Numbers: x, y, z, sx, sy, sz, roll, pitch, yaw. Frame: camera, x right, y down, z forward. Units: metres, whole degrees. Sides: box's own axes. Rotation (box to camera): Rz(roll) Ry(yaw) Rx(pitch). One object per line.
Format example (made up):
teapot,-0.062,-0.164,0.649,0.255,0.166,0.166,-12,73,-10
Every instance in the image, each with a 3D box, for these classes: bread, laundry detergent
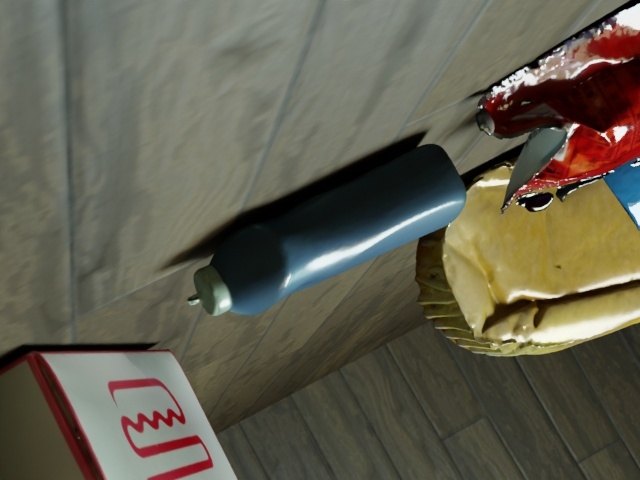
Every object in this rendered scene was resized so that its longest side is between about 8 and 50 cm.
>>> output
bread,0.230,0.000,1.214,0.288,0.204,0.156,-24,-173,-11
laundry detergent,-0.001,-0.001,0.867,0.206,0.061,0.097,-25,178,-20

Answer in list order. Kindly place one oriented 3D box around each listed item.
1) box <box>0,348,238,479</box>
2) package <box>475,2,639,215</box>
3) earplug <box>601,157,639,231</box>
box,-0.221,0.281,0.966,0.314,0.300,0.312,-30,171,8
package,0.242,-0.108,0.882,0.269,0.071,0.194,-21,150,1
earplug,0.344,-0.133,1.009,0.273,0.132,0.132,-35,170,12
